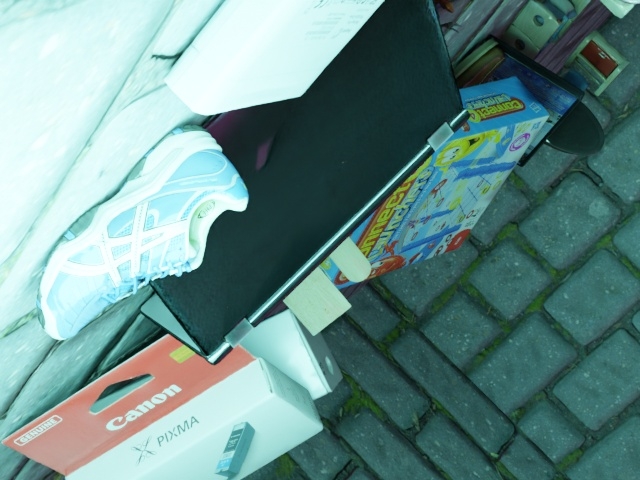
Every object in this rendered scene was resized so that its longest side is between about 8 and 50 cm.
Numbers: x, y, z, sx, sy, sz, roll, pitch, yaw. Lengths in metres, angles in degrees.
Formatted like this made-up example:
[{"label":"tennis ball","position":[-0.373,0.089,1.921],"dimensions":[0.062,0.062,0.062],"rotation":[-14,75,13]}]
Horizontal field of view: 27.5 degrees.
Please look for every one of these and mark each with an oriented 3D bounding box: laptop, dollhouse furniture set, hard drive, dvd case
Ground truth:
[{"label":"laptop","position":[-0.062,-0.092,1.355],"dimensions":[0.382,0.236,0.408],"rotation":[-44,-158,-12]},{"label":"dollhouse furniture set","position":[0.422,-0.331,2.203],"dimensions":[0.129,0.183,0.129],"rotation":[-41,172,-39]},{"label":"hard drive","position":[0.048,-0.242,0.963],"dimensions":[0.353,0.047,0.233],"rotation":[-47,173,20]},{"label":"dvd case","position":[0.310,-0.227,2.175],"dimensions":[0.022,0.180,0.253],"rotation":[-59,-179,-27]},{"label":"dollhouse furniture set","position":[0.000,0.000,1.570],"dimensions":[0.144,0.123,0.151],"rotation":[-38,-160,4]}]

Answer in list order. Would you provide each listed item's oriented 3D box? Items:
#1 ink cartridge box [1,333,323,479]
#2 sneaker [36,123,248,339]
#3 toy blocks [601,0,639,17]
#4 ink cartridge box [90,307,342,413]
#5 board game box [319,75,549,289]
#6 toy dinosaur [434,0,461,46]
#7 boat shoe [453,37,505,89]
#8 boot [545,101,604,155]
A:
[{"label":"ink cartridge box","position":[-0.183,0.234,1.567],"dimensions":[0.296,0.066,0.261],"rotation":[-33,143,11]},{"label":"sneaker","position":[-0.147,0.004,1.063],"dimensions":[0.211,0.081,0.080],"rotation":[-48,163,3]},{"label":"toy blocks","position":[0.473,-0.387,1.589],"dimensions":[0.288,0.309,0.260],"rotation":[-46,180,-2]},{"label":"ink cartridge box","position":[-0.140,0.206,1.792],"dimensions":[0.306,0.131,0.226],"rotation":[-27,178,4]},{"label":"board game box","position":[0.144,-0.081,1.912],"dimensions":[0.302,0.086,0.308],"rotation":[-18,150,-39]},{"label":"toy dinosaur","position":[0.129,-0.247,1.504],"dimensions":[0.090,0.047,0.082],"rotation":[-35,155,-3]},{"label":"boat shoe","position":[0.196,-0.179,2.067],"dimensions":[0.307,0.104,0.111],"rotation":[-47,173,17]},{"label":"boot","position":[0.378,-0.211,2.364],"dimensions":[0.280,0.264,0.096],"rotation":[40,70,-82]}]
